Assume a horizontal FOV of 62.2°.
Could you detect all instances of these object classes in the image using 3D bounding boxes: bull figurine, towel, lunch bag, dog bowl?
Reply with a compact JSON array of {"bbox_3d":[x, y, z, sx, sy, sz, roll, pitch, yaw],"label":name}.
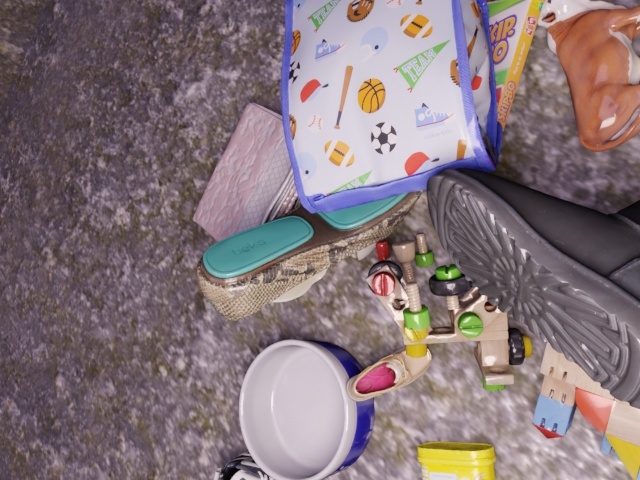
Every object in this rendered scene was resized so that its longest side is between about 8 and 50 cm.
[{"bbox_3d":[0.454,-0.291,0.828,0.188,0.101,0.311,-17,70,36],"label":"bull figurine"},{"bbox_3d":[-0.159,-0.136,1.227,0.317,0.053,0.332,35,100,47],"label":"towel"},{"bbox_3d":[0.115,-0.246,0.882,0.327,0.238,0.386,-13,63,30],"label":"lunch bag"},{"bbox_3d":[-0.030,0.329,1.044,0.264,0.104,0.265,-8,76,34],"label":"dog bowl"}]

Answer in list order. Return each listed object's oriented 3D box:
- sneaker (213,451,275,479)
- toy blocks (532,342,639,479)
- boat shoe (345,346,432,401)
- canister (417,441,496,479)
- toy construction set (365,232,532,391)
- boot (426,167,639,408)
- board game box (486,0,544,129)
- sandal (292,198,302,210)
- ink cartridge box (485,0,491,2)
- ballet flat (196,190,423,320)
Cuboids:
[{"bbox_3d":[-0.112,0.493,1.038,0.234,0.153,0.094,21,95,36],"label":"sneaker"},{"bbox_3d":[0.452,0.204,0.706,0.381,0.190,0.261,16,102,34],"label":"toy blocks"},{"bbox_3d":[0.127,0.234,0.934,0.169,0.059,0.063,-26,77,-12],"label":"boat shoe"},{"bbox_3d":[0.227,0.424,0.864,0.126,0.073,0.170,-11,76,33],"label":"canister"},{"bbox_3d":[0.200,0.125,0.877,0.309,0.257,0.238,-161,57,-70],"label":"toy construction set"},{"bbox_3d":[0.411,-0.044,0.652,0.444,0.146,0.367,-26,47,-14],"label":"boot"},{"bbox_3d":[0.304,-0.310,0.931,0.124,0.039,0.260,33,108,61],"label":"board game box"},{"bbox_3d":[-0.040,-0.019,1.121,0.086,0.120,0.303,39,105,50],"label":"sandal"},{"bbox_3d":[0.240,-0.575,1.028,0.207,0.117,0.283,12,88,36],"label":"ink cartridge box"},{"bbox_3d":[0.000,0.000,1.012,0.482,0.182,0.164,-29,48,-17],"label":"ballet flat"}]
